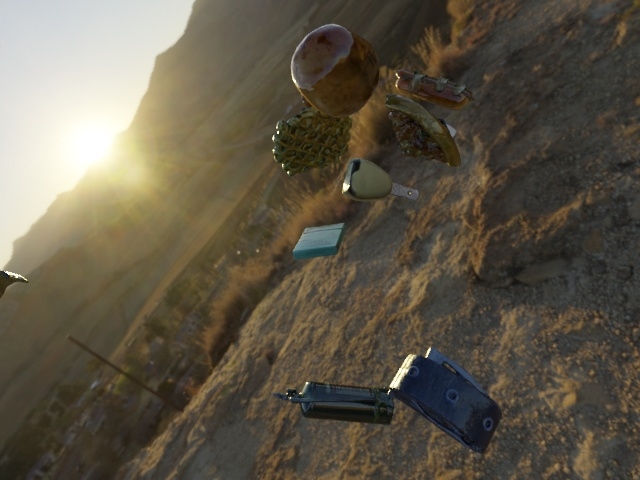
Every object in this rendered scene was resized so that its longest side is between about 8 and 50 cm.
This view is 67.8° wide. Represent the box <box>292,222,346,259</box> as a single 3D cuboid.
[{"bbox_3d":[0.000,-0.001,1.775,0.162,0.041,0.229,-7,22,15],"label":"box"}]

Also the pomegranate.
[{"bbox_3d":[0.038,-0.448,1.280,0.248,0.248,0.248,-39,24,21],"label":"pomegranate"}]

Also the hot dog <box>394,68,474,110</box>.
[{"bbox_3d":[0.353,-0.478,1.497,0.109,0.269,0.072,-50,-22,-45],"label":"hot dog"}]

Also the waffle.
[{"bbox_3d":[-0.020,-0.361,1.717,0.317,0.297,0.073,-23,57,-10],"label":"waffle"}]

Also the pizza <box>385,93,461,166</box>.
[{"bbox_3d":[0.275,-0.296,1.363,0.058,0.292,0.197,-49,7,-21],"label":"pizza"}]

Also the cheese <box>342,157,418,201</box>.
[{"bbox_3d":[0.191,-0.165,1.453,0.054,0.251,0.127,-179,102,-68],"label":"cheese"}]

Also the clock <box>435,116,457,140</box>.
[{"bbox_3d":[0.378,-0.372,1.613,0.172,0.064,0.198,0,42,-1],"label":"clock"}]

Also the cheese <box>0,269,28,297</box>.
[{"bbox_3d":[-0.737,0.101,1.109,0.084,0.041,0.060,-38,-21,4],"label":"cheese"}]

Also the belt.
[{"bbox_3d":[0.261,0.314,0.968,0.128,0.218,0.122,-49,-19,-22],"label":"belt"}]

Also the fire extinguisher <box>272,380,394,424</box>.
[{"bbox_3d":[0.029,0.396,1.177,0.118,0.294,0.093,133,144,-77],"label":"fire extinguisher"}]
